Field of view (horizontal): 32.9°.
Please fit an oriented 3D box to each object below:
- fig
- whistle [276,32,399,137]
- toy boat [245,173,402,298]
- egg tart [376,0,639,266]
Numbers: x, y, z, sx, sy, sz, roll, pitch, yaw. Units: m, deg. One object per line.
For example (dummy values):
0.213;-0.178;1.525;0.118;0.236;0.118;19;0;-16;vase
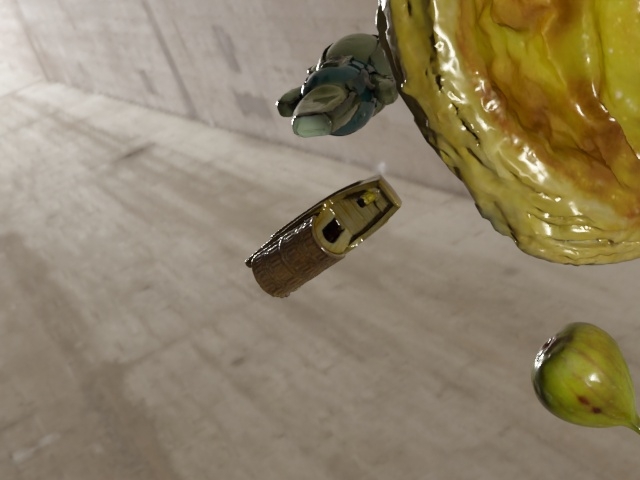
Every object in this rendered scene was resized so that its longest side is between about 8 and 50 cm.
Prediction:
0.254;0.154;1.001;0.166;0.093;0.093;59;-15;-17;fig
0.022;-0.131;0.967;0.236;0.114;0.077;-60;143;-63;whistle
0.000;0.000;1.164;0.226;0.088;0.068;-33;-81;40;toy boat
0.167;-0.147;0.759;0.132;0.341;0.341;-8;-72;64;egg tart
